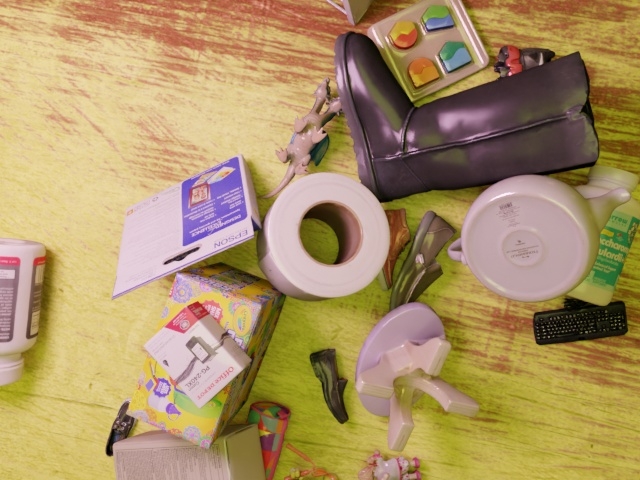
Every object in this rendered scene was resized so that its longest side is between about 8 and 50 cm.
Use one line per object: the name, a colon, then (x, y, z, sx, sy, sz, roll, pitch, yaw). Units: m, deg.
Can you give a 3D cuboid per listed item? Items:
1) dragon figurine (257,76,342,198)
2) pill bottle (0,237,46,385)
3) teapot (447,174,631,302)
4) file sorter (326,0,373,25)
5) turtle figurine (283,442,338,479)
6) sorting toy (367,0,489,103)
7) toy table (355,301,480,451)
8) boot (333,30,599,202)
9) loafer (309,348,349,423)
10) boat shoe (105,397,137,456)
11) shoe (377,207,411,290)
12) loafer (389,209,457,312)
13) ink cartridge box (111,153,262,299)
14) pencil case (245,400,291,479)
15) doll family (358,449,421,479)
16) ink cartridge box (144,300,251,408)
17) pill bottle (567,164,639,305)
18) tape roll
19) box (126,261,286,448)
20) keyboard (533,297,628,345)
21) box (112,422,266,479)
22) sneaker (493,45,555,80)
dragon figurine: (-0.032, -0.208, 1.225, 0.085, 0.144, 0.289, 29, 114, 3)
pill bottle: (-0.731, 0.157, 1.273, 0.177, 0.176, 0.318, 7, 92, 6)
teapot: (0.394, -0.016, 1.062, 0.256, 0.187, 0.252, 27, 122, 18)
file sorter: (0.047, -0.601, 1.112, 0.173, 0.278, 0.192, 39, 96, 8)
turtle figurine: (-0.032, 0.590, 1.244, 0.269, 0.087, 0.217, 45, 73, -13)
sorting toy: (0.231, -0.419, 1.211, 0.208, 0.038, 0.192, -26, 89, 7)
toy table: (0.180, 0.281, 1.143, 0.253, 0.161, 0.274, 5, 110, -9)
boot: (0.272, -0.276, 1.086, 0.446, 0.146, 0.366, -8, 103, 31)
loafer: (0.033, 0.322, 1.249, 0.061, 0.062, 0.169, -22, 91, 2)
boat shoe: (-0.466, 0.440, 1.319, 0.049, 0.040, 0.142, 19, 94, 6)
shoe: (0.158, 0.018, 1.221, 0.081, 0.063, 0.177, -8, 87, 11)
loafer: (0.218, 0.063, 1.200, 0.088, 0.094, 0.251, 23, 94, 10)
ink cartridge box: (-0.274, -0.023, 1.170, 0.304, 0.307, 0.072, -23, 132, 6)
pencil case: (-0.133, 0.481, 1.253, 0.105, 0.104, 0.236, 12, 93, 6)
doll family: (0.150, 0.590, 1.195, 0.163, 0.118, 0.262, -6, 89, -10)
ink cartridge box: (-0.213, 0.200, 0.990, 0.109, 0.063, 0.150, -43, 87, 6)
pill bottle: (0.547, -0.012, 1.134, 0.146, 0.146, 0.263, 18, 94, 6)
tape roll: (0.000, 0.000, 1.147, 0.246, 0.169, 0.245, 2, 80, -15)
box: (-0.217, 0.217, 1.164, 0.177, 0.279, 0.289, 21, 94, 5)
keyboard: (0.551, 0.167, 1.194, 0.192, 0.038, 0.100, -10, 91, 6)
box: (-0.283, 0.483, 1.206, 0.311, 0.121, 0.147, -11, 82, 26)
sneaker: (0.444, -0.271, 1.161, 0.135, 0.097, 0.275, -7, 90, 9)
